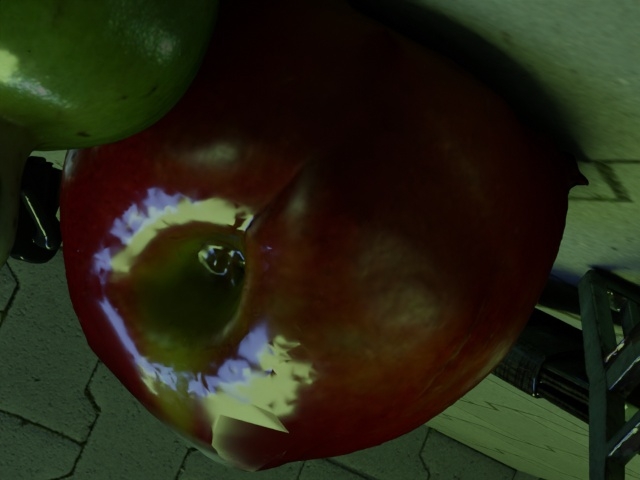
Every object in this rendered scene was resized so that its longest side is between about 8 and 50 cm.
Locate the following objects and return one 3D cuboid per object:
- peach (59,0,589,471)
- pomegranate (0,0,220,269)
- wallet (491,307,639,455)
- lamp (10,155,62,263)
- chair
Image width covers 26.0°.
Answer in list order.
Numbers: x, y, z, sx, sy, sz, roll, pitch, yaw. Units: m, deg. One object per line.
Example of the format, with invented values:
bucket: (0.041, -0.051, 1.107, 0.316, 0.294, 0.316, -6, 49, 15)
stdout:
peach: (0.013, -0.019, 0.795, 0.281, 0.281, 0.338, 20, -155, 24)
pomegranate: (-0.125, -0.096, 0.590, 0.179, 0.210, 0.179, -15, 162, -5)
wallet: (0.205, 0.098, 1.116, 0.169, 0.044, 0.317, 7, -166, -42)
lamp: (-0.203, -0.075, 0.797, 0.172, 0.227, 0.147, 32, 168, -40)
chair: (0.263, 0.082, 0.892, 0.136, 0.147, 0.270, 28, -146, -9)
